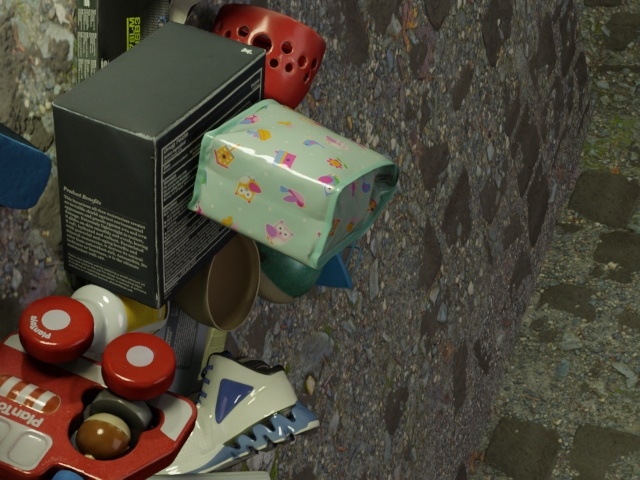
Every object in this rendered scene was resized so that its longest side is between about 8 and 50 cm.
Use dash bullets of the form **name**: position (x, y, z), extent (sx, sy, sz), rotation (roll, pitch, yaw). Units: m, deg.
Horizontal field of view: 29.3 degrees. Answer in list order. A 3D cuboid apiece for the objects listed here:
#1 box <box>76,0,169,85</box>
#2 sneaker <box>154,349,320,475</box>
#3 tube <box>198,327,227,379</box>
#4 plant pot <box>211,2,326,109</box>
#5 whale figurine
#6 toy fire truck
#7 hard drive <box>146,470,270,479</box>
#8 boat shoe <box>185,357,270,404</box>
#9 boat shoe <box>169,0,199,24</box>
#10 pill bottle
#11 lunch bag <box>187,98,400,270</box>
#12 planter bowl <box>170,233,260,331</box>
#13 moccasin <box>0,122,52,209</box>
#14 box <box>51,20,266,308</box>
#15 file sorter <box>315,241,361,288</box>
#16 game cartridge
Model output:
- **box**: position (-0.291, -0.296, 1.816), extent (0.184, 0.045, 0.190), rotation (-25, 121, -63)
- **sneaker**: position (-0.176, 0.285, 2.022), extent (0.127, 0.315, 0.182), rotation (73, -5, -75)
- **tube**: position (-0.186, 0.126, 2.145), extent (0.070, 0.062, 0.240), rotation (5, 97, -25)
- **plant pot**: position (-0.103, -0.279, 2.045), extent (0.191, 0.191, 0.174), rotation (27, 78, -63)
- **whale figurine**: position (-0.090, -0.028, 2.092), extent (0.272, 0.141, 0.216), rotation (62, 17, 14)
- **toy fire truck**: position (-0.333, 0.236, 1.619), extent (0.254, 0.302, 0.169), rotation (-57, 166, -46)
- **hard drive**: position (-0.263, 0.385, 1.830), extent (0.353, 0.233, 0.047), rotation (17, 61, -59)
- **boat shoe**: position (-0.157, 0.292, 2.201), extent (0.285, 0.092, 0.103), rotation (-26, 121, -59)
- **boat shoe**: position (-0.222, -0.372, 1.946), extent (0.046, 0.038, 0.125), rotation (30, 57, -18)
- **pill bottle**: position (-0.312, 0.109, 1.819), extent (0.184, 0.103, 0.103), rotation (-17, 112, -64)
- **lunch bag**: position (-0.026, -0.092, 1.738), extent (0.262, 0.223, 0.160), rotation (-38, 148, -58)
- **planter bowl**: position (-0.182, 0.058, 1.950), extent (0.162, 0.109, 0.162), rotation (-27, 121, -60)
- **moccasin**: position (-0.460, -0.112, 1.460), extent (0.137, 0.117, 0.342), rotation (-63, 155, -10)
- **box**: position (-0.227, -0.118, 1.781), extent (0.296, 0.183, 0.294), rotation (-48, 152, -47)
- **file sorter**: position (0.000, 0.000, 2.414), extent (0.170, 0.118, 0.104), rotation (66, 37, -47)
- **game cartridge**: position (-0.248, 0.107, 2.015), extent (0.198, 0.062, 0.297), rotation (17, 82, -59)
